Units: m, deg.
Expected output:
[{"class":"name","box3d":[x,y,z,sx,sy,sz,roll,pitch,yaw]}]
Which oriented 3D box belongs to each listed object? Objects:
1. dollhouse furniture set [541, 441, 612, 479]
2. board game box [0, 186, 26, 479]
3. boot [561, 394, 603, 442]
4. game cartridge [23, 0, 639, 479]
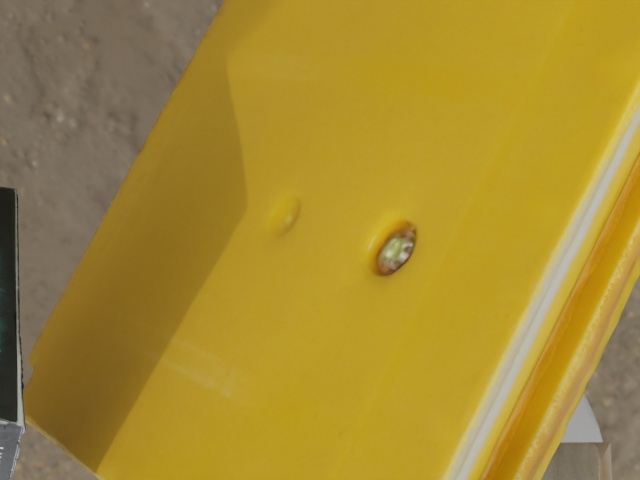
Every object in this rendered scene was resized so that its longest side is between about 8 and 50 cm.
[{"class":"dollhouse furniture set","box3d":[0.238,0.206,0.546,0.303,0.356,0.174,-3,156,11]},{"class":"board game box","box3d":[-0.151,0.087,0.538,0.026,0.126,0.186,6,130,-20]},{"class":"boot","box3d":[0.123,0.213,0.829,0.095,0.258,0.123,7,155,-12]},{"class":"game cartridge","box3d":[0.000,0.000,0.582,0.052,0.323,0.285,33,81,-34]}]
